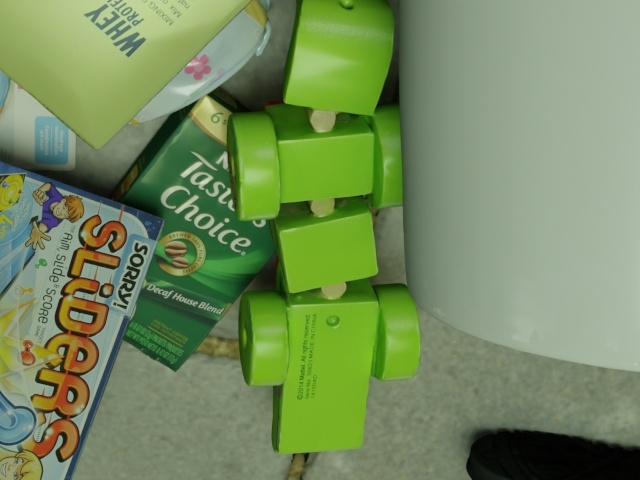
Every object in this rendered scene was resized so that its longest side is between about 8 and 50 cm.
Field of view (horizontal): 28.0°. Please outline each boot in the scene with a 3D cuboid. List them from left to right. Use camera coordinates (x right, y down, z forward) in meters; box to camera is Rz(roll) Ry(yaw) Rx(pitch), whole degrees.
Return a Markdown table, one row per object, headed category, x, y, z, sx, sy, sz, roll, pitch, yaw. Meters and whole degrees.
| category | x | y | z | sx | sy | sz | roll | pitch | yaw |
| --- | --- | --- | --- | --- | --- | --- | --- | --- | --- |
| boot | 0.210 | 0.267 | 1.021 | 0.247 | 0.094 | 0.207 | 9 | 109 | -18 |

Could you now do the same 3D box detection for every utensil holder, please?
| category | x | y | z | sx | sy | sz | roll | pitch | yaw |
| --- | --- | --- | --- | --- | --- | --- | --- | --- | --- |
| utensil holder | 0.195 | -0.156 | 0.661 | 0.328 | 0.327 | 0.385 | -1 | 102 | -7 |

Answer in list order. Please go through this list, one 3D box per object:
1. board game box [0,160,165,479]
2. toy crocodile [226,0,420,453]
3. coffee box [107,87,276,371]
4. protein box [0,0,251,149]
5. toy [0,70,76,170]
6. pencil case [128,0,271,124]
| category | x | y | z | sx | sy | sz | roll | pitch | yaw |
| --- | --- | --- | --- | --- | --- | --- | --- | --- | --- |
| board game box | -0.195 | 0.059 | 0.811 | 0.136 | 0.035 | 0.201 | 19 | 76 | -7 |
| toy crocodile | 0.000 | 0.000 | 0.835 | 0.115 | 0.105 | 0.340 | -6 | 121 | -8 |
| coffee box | -0.091 | -0.009 | 0.886 | 0.113 | 0.040 | 0.184 | 35 | 105 | -21 |
| protein box | -0.109 | -0.196 | 0.616 | 0.201 | 0.136 | 0.200 | -42 | 113 | 16 |
| toy | -0.275 | -0.104 | 0.811 | 0.237 | 0.056 | 0.136 | 2 | 115 | -9 |
| pencil case | -0.144 | -0.200 | 0.754 | 0.124 | 0.113 | 0.273 | -39 | 114 | -10 |
